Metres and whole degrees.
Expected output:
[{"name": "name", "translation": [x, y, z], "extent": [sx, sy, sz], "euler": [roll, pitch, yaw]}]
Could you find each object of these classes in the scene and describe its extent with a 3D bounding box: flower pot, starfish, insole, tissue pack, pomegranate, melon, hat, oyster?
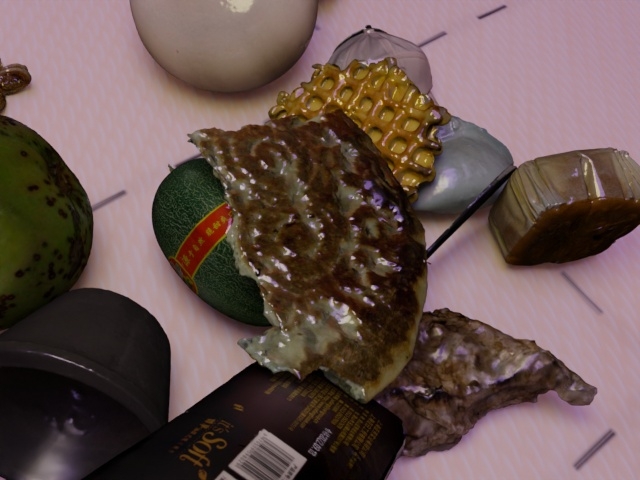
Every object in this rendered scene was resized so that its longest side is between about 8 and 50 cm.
[{"name": "flower pot", "translation": [-0.276, 0.163, 0.708], "extent": [0.269, 0.268, 0.166], "euler": [10, 39, 0]}, {"name": "starfish", "translation": [-0.587, -0.272, 1.013], "extent": [0.190, 0.074, 0.146], "euler": [29, 59, 11]}, {"name": "insole", "translation": [0.174, 0.001, 0.875], "extent": [0.012, 0.110, 0.309], "euler": [43, 76, 11]}, {"name": "tissue pack", "translation": [-0.069, 0.260, 0.569], "extent": [0.210, 0.198, 0.370], "euler": [36, 17, 14]}, {"name": "pomegranate", "translation": [-0.467, 0.005, 0.778], "extent": [0.341, 0.285, 0.285], "euler": [-34, 65, 5]}, {"name": "melon", "translation": [-0.123, -0.007, 0.842], "extent": [0.182, 0.182, 0.287], "euler": [-36, 69, -24]}, {"name": "hat", "translation": [0.123, -0.252, 1.046], "extent": [0.220, 0.164, 0.226], "euler": [-18, 41, -15]}, {"name": "oyster", "translation": [0.144, 0.166, 0.815], "extent": [0.397, 0.111, 0.204], "euler": [-11, 58, -8]}]

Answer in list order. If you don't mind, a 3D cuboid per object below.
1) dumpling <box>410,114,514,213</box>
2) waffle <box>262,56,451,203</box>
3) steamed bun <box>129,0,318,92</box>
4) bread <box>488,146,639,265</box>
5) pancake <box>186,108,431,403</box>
[{"name": "dumpling", "translation": [0.208, -0.110, 0.985], "extent": [0.217, 0.104, 0.149], "euler": [-16, 63, -12]}, {"name": "waffle", "translation": [0.034, -0.147, 0.961], "extent": [0.330, 0.062, 0.329], "euler": [-5, 71, 16]}, {"name": "steamed bun", "translation": [-0.163, -0.410, 1.016], "extent": [0.325, 0.206, 0.324], "euler": [-2, 79, 11]}, {"name": "bread", "translation": [0.364, -0.039, 0.901], "extent": [0.192, 0.209, 0.109], "euler": [-7, 65, -9]}, {"name": "pancake", "translation": [0.005, -0.001, 0.762], "extent": [0.305, 0.067, 0.426], "euler": [-2, 57, -30]}]
